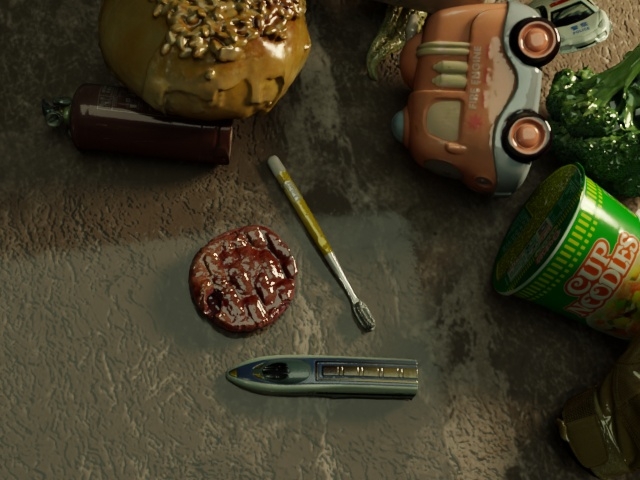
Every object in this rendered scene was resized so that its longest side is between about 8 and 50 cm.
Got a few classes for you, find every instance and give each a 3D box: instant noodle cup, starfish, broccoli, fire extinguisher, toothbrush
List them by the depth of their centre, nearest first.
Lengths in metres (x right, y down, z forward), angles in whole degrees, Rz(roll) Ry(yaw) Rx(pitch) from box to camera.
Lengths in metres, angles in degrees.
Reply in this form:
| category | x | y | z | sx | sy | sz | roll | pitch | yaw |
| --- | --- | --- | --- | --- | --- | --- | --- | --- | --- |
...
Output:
| category | x | y | z | sx | sy | sz | roll | pitch | yaw |
| --- | --- | --- | --- | --- | --- | --- | --- | --- | --- |
| instant noodle cup | 0.388 | 0.035 | 1.096 | 0.233 | 0.207 | 0.207 | 28 | 71 | -6 |
| fire extinguisher | -0.256 | -0.163 | 1.111 | 0.269 | 0.105 | 0.105 | 5 | 72 | -6 |
| toothbrush | 0.000 | 0.000 | 1.129 | 0.021 | 0.024 | 0.288 | -28 | 79 | -13 |
| broccoli | 0.448 | -0.190 | 1.137 | 0.270 | 0.270 | 0.270 | 10 | 33 | -6 |
| starfish | 0.166 | -0.438 | 1.245 | 0.347 | 0.078 | 0.358 | -11 | 83 | 8 |

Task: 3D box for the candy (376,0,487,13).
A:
| category | x | y | z | sx | sy | sz | roll | pitch | yaw |
| --- | --- | --- | --- | --- | --- | --- | --- | --- | --- |
| candy | 0.081 | -0.436 | 1.118 | 0.359 | 0.208 | 0.145 | 15 | 86 | 8 |

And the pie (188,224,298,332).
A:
| category | x | y | z | sx | sy | sz | roll | pitch | yaw |
| --- | --- | --- | --- | --- | --- | --- | --- | --- | --- |
| pie | -0.104 | 0.053 | 1.093 | 0.153 | 0.038 | 0.153 | 3 | 71 | -10 |

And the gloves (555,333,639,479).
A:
| category | x | y | z | sx | sy | sz | roll | pitch | yaw |
| --- | --- | --- | --- | --- | --- | --- | --- | --- | --- |
| gloves | 0.438 | 0.176 | 0.988 | 0.141 | 0.331 | 0.154 | 31 | 38 | -12 |

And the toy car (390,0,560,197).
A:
| category | x | y | z | sx | sy | sz | roll | pitch | yaw |
| --- | --- | --- | --- | --- | --- | --- | --- | --- | --- |
| toy car | 0.208 | -0.198 | 1.127 | 0.212 | 0.180 | 0.270 | 5 | 90 | 6 |

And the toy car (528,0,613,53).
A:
| category | x | y | z | sx | sy | sz | roll | pitch | yaw |
| --- | --- | --- | --- | --- | --- | --- | --- | --- | --- |
| toy car | 0.372 | -0.336 | 1.213 | 0.095 | 0.205 | 0.056 | -18 | 118 | 13 |

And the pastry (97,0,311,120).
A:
| category | x | y | z | sx | sy | sz | roll | pitch | yaw |
| --- | --- | --- | --- | --- | --- | --- | --- | --- | --- |
| pastry | -0.150 | -0.303 | 1.072 | 0.284 | 0.184 | 0.315 | 8 | 44 | -3 |

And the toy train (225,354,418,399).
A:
| category | x | y | z | sx | sy | sz | roll | pitch | yaw |
| --- | --- | --- | --- | --- | --- | --- | --- | --- | --- |
| toy train | 0.002 | 0.179 | 1.062 | 0.252 | 0.048 | 0.055 | 2 | 70 | -7 |
